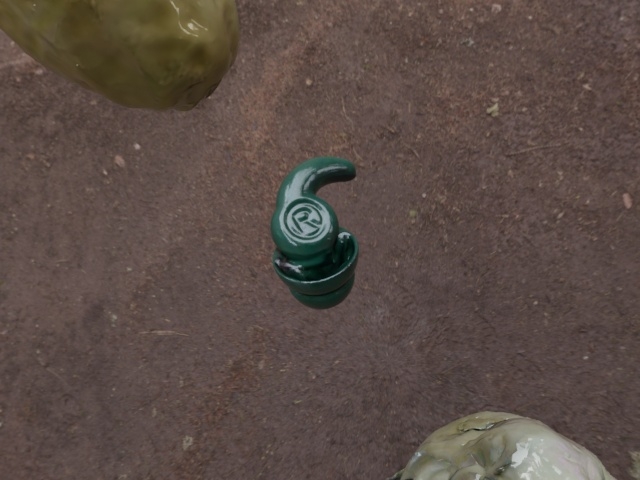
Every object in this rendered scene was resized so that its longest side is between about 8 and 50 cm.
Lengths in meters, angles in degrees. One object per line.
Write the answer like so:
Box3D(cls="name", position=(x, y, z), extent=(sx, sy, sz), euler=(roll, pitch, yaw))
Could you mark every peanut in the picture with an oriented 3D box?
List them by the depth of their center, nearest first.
Box3D(cls="peanut", position=(-0.193, -0.195, 0.310), extent=(0.306, 0.147, 0.146), euler=(32, 81, -21))

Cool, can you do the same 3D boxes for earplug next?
Box3D(cls="earplug", position=(-0.006, -0.003, 0.966), extent=(0.164, 0.280, 0.257), euler=(-3, 33, 7))

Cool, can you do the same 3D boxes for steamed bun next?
Box3D(cls="steamed bun", position=(0.201, 0.313, 0.482), extent=(0.280, 0.207, 0.267), euler=(45, 112, 25))
